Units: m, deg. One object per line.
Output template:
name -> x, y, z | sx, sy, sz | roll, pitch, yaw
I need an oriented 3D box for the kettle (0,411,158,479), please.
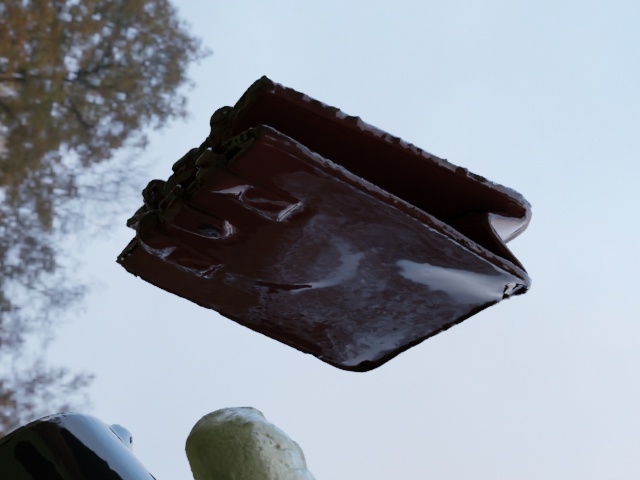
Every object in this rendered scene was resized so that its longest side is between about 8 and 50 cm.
kettle -> -0.181, 0.319, 0.818 | 0.262, 0.203, 0.308 | -42, -117, -11

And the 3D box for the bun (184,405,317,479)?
bun -> -0.065, 0.250, 1.116 | 0.111, 0.188, 0.164 | -31, -139, -4

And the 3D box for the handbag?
handbag -> 0.000, 0.001, 0.857 | 0.260, 0.276, 0.084 | -33, -140, 49
